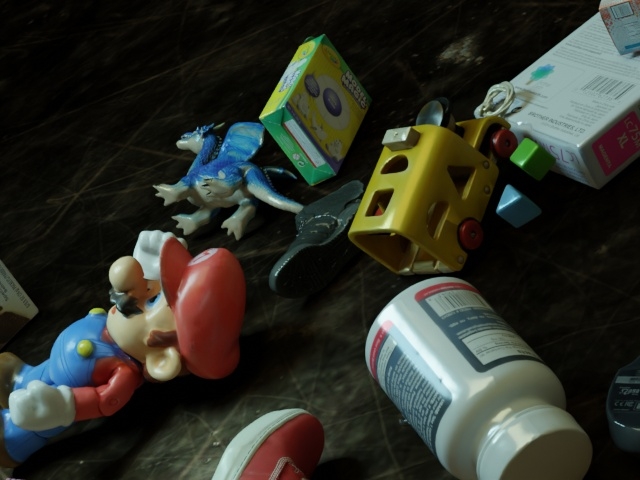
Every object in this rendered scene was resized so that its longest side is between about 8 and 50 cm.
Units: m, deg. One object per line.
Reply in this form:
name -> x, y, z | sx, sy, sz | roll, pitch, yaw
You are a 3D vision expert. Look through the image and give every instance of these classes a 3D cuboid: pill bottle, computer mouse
pill bottle -> 0.119, 0.118, 1.199 | 0.108, 0.108, 0.180 | -34, 43, -5
computer mouse -> 0.273, 0.087, 1.200 | 0.071, 0.041, 0.242 | -1, 32, 33

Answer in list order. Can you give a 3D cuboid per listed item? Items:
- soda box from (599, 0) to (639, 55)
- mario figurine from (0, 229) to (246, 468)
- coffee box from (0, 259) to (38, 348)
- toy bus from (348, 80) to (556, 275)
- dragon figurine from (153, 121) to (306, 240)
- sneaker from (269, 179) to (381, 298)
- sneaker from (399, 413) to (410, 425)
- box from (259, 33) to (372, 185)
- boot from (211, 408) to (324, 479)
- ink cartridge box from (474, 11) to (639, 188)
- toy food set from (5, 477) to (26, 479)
soda box -> 0.356, -0.232, 1.495 | 0.183, 0.058, 0.063 | -12, 34, 31
mario figurine -> -0.217, 0.086, 1.560 | 0.320, 0.170, 0.198 | -30, 60, 21
coffee box -> -0.489, 0.116, 1.814 | 0.119, 0.168, 0.297 | 3, 43, 50
toy bus -> 0.104, -0.067, 1.510 | 0.191, 0.104, 0.202 | -44, 32, 18
dragon figurine -> -0.087, -0.078, 1.807 | 0.289, 0.085, 0.144 | -3, 39, 47
sneaker -> -0.001, -0.002, 1.629 | 0.170, 0.051, 0.089 | -38, 26, -23
sneaker -> 0.097, 0.116, 1.327 | 0.069, 0.038, 0.098 | -1, 39, 45
box -> 0.001, -0.155, 1.824 | 0.043, 0.105, 0.179 | -23, 27, 31
boot -> -0.004, 0.219, 1.230 | 0.176, 0.088, 0.244 | 3, 29, 24
ink cartridge box -> 0.322, -0.181, 1.572 | 0.311, 0.065, 0.186 | -40, 29, -11
toy food set -> -0.294, 0.243, 1.512 | 0.078, 0.019, 0.122 | 1, 11, -36
